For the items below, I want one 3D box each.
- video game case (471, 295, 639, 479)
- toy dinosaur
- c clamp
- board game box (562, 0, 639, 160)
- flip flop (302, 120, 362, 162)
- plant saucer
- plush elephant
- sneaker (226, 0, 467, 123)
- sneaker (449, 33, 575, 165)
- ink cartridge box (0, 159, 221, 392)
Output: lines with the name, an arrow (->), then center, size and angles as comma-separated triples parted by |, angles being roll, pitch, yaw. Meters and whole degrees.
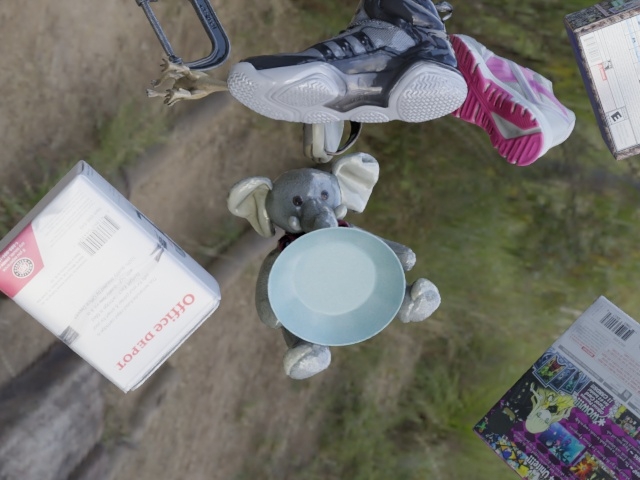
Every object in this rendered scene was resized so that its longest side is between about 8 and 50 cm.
video game case -> 0.305, 0.196, 1.196 | 0.210, 0.232, 0.042 | -46, 135, -3
toy dinosaur -> -0.150, -0.191, 1.398 | 0.092, 0.183, 0.053 | 0, 94, -43
c clamp -> -0.199, -0.284, 1.516 | 0.137, 0.161, 0.022 | -30, 174, -27
board game box -> 0.573, -0.299, 1.857 | 0.141, 0.291, 0.232 | -79, 149, -68
flip flop -> 0.019, -0.170, 1.650 | 0.277, 0.080, 0.112 | -44, 127, -83
plant saucer -> 0.022, 0.059, 1.627 | 0.037, 0.194, 0.195 | -96, -171, -61
plush elephant -> 0.000, 0.000, 1.799 | 0.330, 0.271, 0.255 | -125, -164, -54
sneaker -> 0.028, -0.217, 1.290 | 0.101, 0.268, 0.153 | 115, -25, -70
sneaker -> 0.260, -0.203, 1.621 | 0.111, 0.252, 0.103 | -12, 141, -35
ink cartridge box -> -0.244, 0.041, 1.299 | 0.158, 0.218, 0.092 | -44, -162, 4
